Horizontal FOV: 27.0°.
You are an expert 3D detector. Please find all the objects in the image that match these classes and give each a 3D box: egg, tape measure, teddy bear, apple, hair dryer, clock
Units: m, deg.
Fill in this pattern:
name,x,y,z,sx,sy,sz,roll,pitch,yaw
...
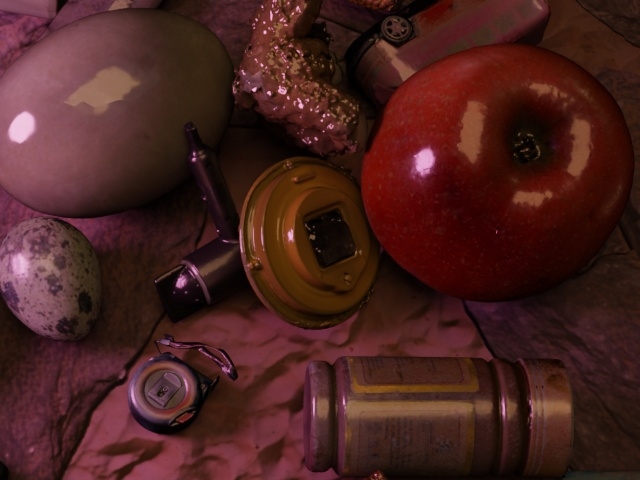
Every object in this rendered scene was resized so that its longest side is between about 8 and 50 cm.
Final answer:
name,x,y,z,sx,sy,sz,roll,pitch,yaw
egg,-0.346,0.051,1.722,0.132,0.132,0.172,-25,80,-16
tape measure,-0.180,0.177,1.661,0.104,0.180,0.107,38,65,-5
teddy bear,-0.031,-0.211,1.814,0.156,0.256,0.267,-22,81,6
apple,0.231,-0.091,1.745,0.348,0.277,0.348,2,80,-13
hair dryer,-0.153,-0.035,1.737,0.195,0.248,0.078,-31,32,-18
egg,-0.276,-0.169,1.766,0.352,0.258,0.258,-23,69,-17
clock,0.000,0.000,1.755,0.237,0.057,0.237,9,76,-37

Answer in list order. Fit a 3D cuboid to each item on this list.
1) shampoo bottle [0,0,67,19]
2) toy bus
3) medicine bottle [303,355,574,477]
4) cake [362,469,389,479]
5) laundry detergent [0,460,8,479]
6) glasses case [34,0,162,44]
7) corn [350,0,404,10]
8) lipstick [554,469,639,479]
name,x,y,z,sx,sy,sz,roll,pitch,yaw
shampoo bottle,-0.485,-0.387,1.940,0.234,0.087,0.118,8,52,-2
toy bus,0.188,-0.290,1.937,0.303,0.127,0.147,-35,75,-19
medicine bottle,0.143,0.221,1.675,0.322,0.151,0.151,1,65,-5
cake,0.055,0.376,1.607,0.134,0.135,0.147,-28,75,-18
laundry detergent,-0.500,0.296,1.629,0.211,0.063,0.137,18,70,3
glasses case,-0.289,-0.354,1.940,0.114,0.060,0.299,30,72,6
corn,0.004,-0.433,2.002,0.292,0.101,0.101,29,65,10
lipstick,0.382,0.318,1.709,0.158,0.048,0.048,0,65,-6
